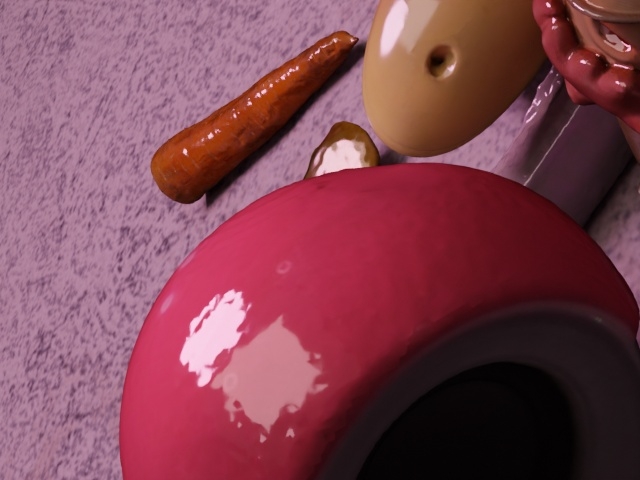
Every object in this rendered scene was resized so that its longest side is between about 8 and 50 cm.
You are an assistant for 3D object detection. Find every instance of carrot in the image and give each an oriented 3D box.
[{"bbox_3d":[-0.047,-0.109,1.512,0.224,0.057,0.057,-37,41,34],"label":"carrot"}]

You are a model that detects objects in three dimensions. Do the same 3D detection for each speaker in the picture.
[{"bbox_3d":[0.035,0.095,0.996,0.294,0.294,0.294,-35,42,39],"label":"speaker"}]

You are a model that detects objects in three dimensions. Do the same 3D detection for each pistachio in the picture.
[{"bbox_3d":[0.000,0.000,1.362,0.089,0.049,0.173,10,74,33],"label":"pistachio"}]

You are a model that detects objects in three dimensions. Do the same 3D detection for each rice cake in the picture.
[{"bbox_3d":[0.177,-0.096,1.143,0.399,0.070,0.064,-57,35,13],"label":"rice cake"}]

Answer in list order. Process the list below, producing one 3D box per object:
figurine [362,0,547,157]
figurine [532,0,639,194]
[{"bbox_3d":[0.115,-0.179,1.190,0.324,0.124,0.222,-60,0,-26],"label":"figurine"},{"bbox_3d":[0.171,-0.154,0.974,0.387,0.166,0.207,88,162,-59],"label":"figurine"}]
